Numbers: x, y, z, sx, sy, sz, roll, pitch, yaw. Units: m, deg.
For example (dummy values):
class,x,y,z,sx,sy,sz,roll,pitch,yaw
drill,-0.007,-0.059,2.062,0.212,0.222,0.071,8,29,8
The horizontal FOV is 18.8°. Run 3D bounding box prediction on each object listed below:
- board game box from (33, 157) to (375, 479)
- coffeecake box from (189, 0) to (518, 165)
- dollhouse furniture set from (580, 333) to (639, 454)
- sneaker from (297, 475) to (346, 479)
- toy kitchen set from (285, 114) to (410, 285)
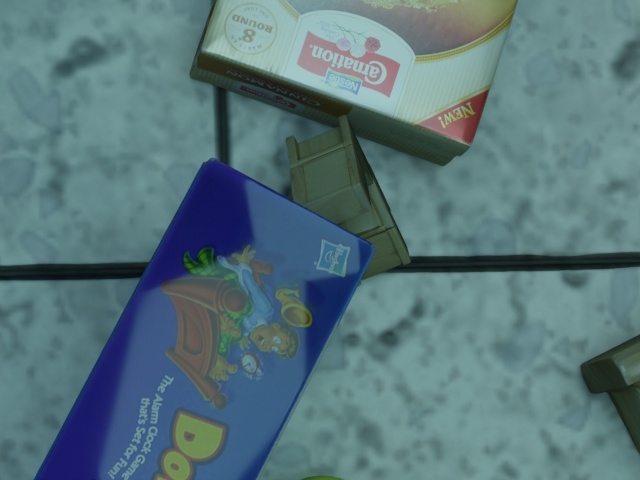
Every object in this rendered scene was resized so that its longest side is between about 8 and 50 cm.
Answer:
class,x,y,z,sx,sy,sz,roll,pitch,yaw
board game box,-0.103,0.150,0.837,0.078,0.233,0.347,28,80,-3
coffeecake box,0.031,-0.150,0.978,0.142,0.068,0.185,19,81,-6
dollhouse furniture set,0.291,0.114,0.813,0.362,0.394,0.256,-26,86,-10
sneaker,0.071,0.237,0.905,0.109,0.123,0.295,-43,90,-11
toy kitchen set,0.000,0.000,0.939,0.068,0.075,0.083,-22,119,8
